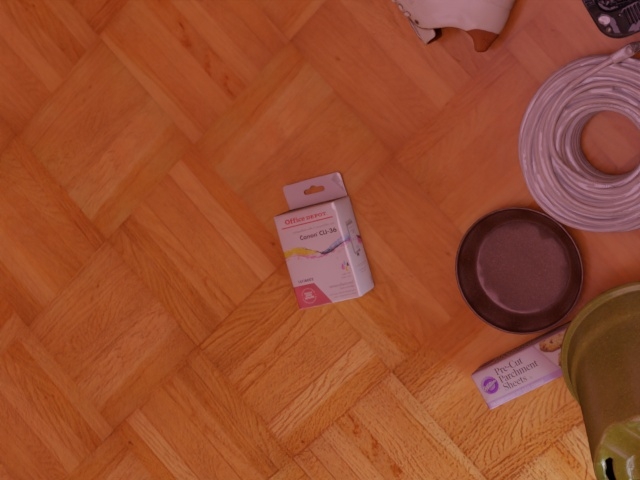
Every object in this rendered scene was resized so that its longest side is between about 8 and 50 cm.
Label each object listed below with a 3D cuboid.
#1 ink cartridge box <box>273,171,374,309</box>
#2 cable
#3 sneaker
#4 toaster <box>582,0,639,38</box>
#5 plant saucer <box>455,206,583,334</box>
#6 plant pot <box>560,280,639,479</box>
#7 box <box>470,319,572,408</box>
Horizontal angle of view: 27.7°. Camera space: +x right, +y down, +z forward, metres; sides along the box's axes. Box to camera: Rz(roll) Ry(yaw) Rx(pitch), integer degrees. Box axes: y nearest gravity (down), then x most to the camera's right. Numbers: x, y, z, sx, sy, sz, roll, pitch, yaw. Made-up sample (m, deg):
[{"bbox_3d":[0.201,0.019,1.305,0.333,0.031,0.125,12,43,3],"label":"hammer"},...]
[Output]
[{"bbox_3d":[0.000,0.000,2.083,0.115,0.067,0.198,-14,95,25],"label":"ink cartridge box"},{"bbox_3d":[0.414,-0.140,1.867,0.257,0.089,0.257,-16,95,26],"label":"cable"},{"bbox_3d":[0.135,-0.364,1.925,0.290,0.106,0.123,26,108,15],"label":"sneaker"},{"bbox_3d":[0.412,-0.389,1.780,0.129,0.146,0.227,-25,91,25],"label":"toaster"},{"bbox_3d":[0.305,0.044,1.981,0.199,0.036,0.198,5,104,22],"label":"plant saucer"},{"bbox_3d":[0.467,0.233,1.789,0.276,0.254,0.276,5,120,9],"label":"plant pot"},{"bbox_3d":[0.382,0.157,1.957,0.324,0.063,0.067,-29,89,25],"label":"box"}]
